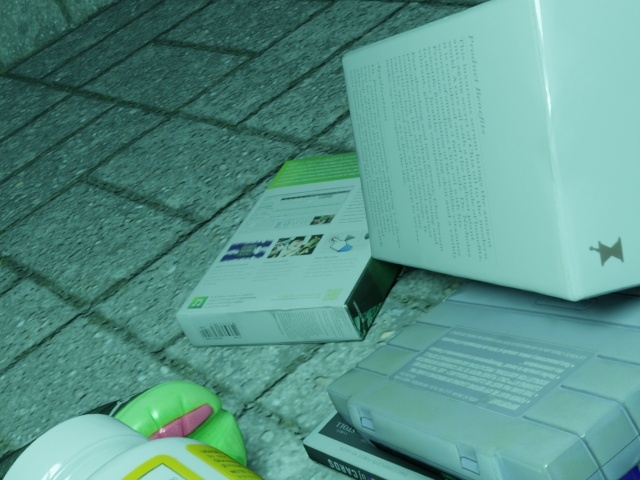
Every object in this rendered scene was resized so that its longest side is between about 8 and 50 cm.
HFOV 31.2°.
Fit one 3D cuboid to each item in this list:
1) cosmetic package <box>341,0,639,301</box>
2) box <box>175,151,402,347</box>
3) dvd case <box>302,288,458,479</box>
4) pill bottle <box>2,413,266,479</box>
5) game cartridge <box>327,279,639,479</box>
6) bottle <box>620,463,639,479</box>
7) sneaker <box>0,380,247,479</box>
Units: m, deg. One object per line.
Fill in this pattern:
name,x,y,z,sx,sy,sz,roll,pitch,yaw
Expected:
cosmetic package,0.172,-0.091,1.031,0.162,0.230,0.453,-10,6,-15
box,0.000,0.000,1.362,0.232,0.058,0.322,-5,36,33
dvd case,0.121,0.140,1.062,0.239,0.029,0.179,-41,32,-28
pill bottle,-0.074,0.254,0.787,0.334,0.187,0.188,25,55,35
game cartridge,0.165,0.104,0.918,0.230,0.068,0.355,-39,15,-17
bottle,0.333,0.135,0.838,0.283,0.092,0.118,-21,27,7
sneaker,-0.274,0.305,0.997,0.483,0.185,0.202,-35,12,-23
